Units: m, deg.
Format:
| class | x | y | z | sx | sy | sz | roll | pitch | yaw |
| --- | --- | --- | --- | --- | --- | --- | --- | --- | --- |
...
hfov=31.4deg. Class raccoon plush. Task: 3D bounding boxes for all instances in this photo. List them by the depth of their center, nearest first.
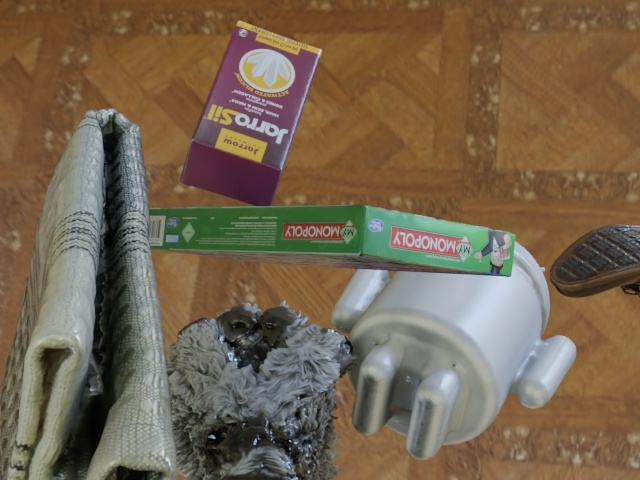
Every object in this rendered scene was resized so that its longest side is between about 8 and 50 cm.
| class | x | y | z | sx | sy | sz | roll | pitch | yaw |
| --- | --- | --- | --- | --- | --- | --- | --- | --- | --- |
| raccoon plush | -0.095 | 0.287 | 1.312 | 0.216 | 0.299 | 0.446 | 9 | 39 | 14 |

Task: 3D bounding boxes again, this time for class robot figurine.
| class | x | y | z | sx | sy | sz | roll | pitch | yaw |
| --- | --- | --- | --- | --- | --- | --- | --- | --- | --- |
| robot figurine | 0.162 | 0.112 | 1.418 | 0.300 | 0.199 | 0.353 | 25 | 41 | 17 |

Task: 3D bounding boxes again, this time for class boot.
| class | x | y | z | sx | sy | sz | roll | pitch | yaw |
| --- | --- | --- | --- | --- | --- | --- | --- | --- | --- |
| boot | 0.314 | 0.037 | 1.100 | 0.219 | 0.106 | 0.082 | -20 | 35 | -22 |

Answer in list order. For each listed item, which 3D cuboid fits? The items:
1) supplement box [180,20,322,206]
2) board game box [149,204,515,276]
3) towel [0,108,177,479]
| class | x | y | z | sx | sy | sz | roll | pitch | yaw |
| --- | --- | --- | --- | --- | --- | --- | --- | --- | --- |
| supplement box | -0.075 | -0.140 | 1.262 | 0.104 | 0.080 | 0.188 | 19 | 55 | -4 |
| board game box | 0.000 | 0.000 | 1.127 | 0.317 | 0.214 | 0.046 | 1 | 84 | 46 |
| towel | -0.139 | 0.126 | 0.517 | 0.056 | 0.324 | 0.312 | 15 | 111 | -18 |
